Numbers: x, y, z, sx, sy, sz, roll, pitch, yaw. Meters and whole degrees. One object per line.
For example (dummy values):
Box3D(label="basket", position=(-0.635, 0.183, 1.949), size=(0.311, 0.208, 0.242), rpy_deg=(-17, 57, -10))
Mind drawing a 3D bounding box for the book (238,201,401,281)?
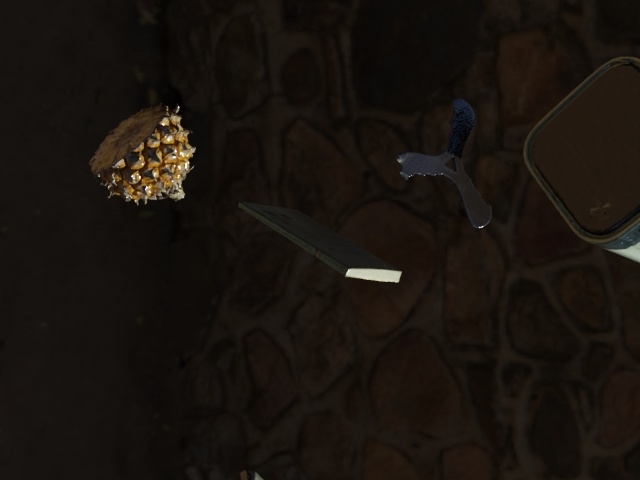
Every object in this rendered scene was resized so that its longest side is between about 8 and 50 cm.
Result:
Box3D(label="book", position=(0.000, 0.000, 1.823), size=(0.215, 0.283, 0.025), rpy_deg=(8, 111, -56))

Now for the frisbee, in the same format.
Box3D(label="frisbee", position=(0.189, -0.123, 1.461), size=(0.187, 0.012, 0.210), rpy_deg=(-1, 82, -35))

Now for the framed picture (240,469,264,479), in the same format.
Box3D(label="framed picture", position=(0.002, 0.375, 0.899), size=(0.213, 0.016, 0.289), rpy_deg=(51, 9, -26))

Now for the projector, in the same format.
Box3D(label="projector", position=(0.521, -0.120, 1.529), size=(0.249, 0.248, 0.248), rpy_deg=(15, 38, -49))

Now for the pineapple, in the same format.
Box3D(label="pineapple", position=(-0.262, -0.117, 1.487), size=(0.137, 0.176, 0.161), rpy_deg=(51, 36, -29))
